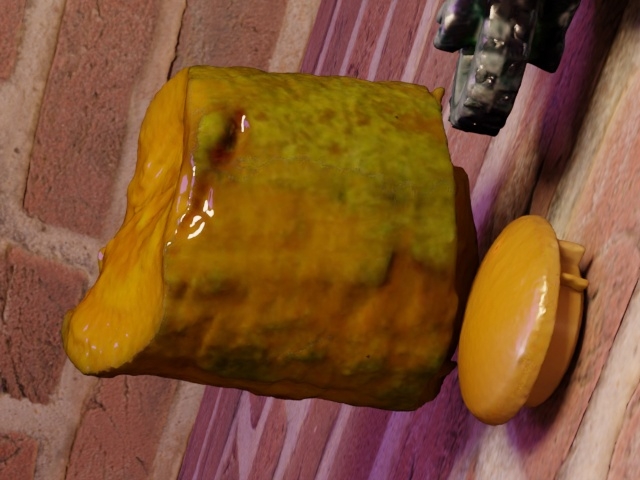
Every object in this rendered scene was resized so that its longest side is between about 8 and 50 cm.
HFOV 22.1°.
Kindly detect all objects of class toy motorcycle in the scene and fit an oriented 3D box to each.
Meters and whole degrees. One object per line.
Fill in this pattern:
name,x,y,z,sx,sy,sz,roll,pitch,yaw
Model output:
toy motorcycle,0.149,-0.280,1.130,0.237,0.168,0.410,123,158,-58

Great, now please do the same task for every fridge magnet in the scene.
fridge magnet,0.131,0.054,1.087,0.143,0.063,0.143,-167,90,-78

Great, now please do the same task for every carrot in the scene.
carrot,0.000,0.000,1.176,0.241,0.340,0.242,-175,90,-70
